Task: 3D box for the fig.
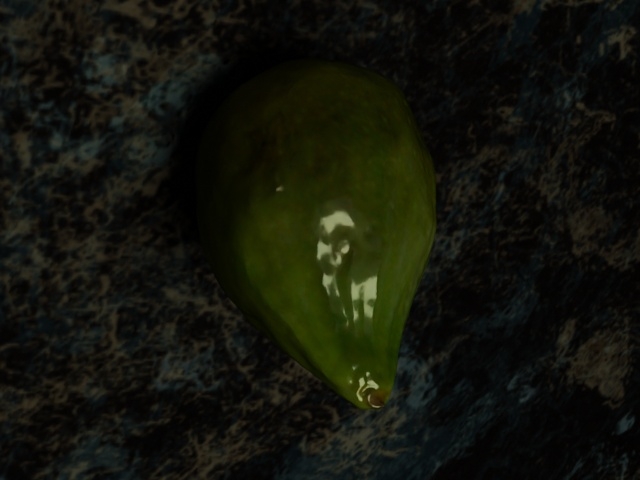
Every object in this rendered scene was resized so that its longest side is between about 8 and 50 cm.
[{"bbox_3d":[-0.006,-0.007,1.178,0.167,0.167,0.233,18,77,-49],"label":"fig"}]
